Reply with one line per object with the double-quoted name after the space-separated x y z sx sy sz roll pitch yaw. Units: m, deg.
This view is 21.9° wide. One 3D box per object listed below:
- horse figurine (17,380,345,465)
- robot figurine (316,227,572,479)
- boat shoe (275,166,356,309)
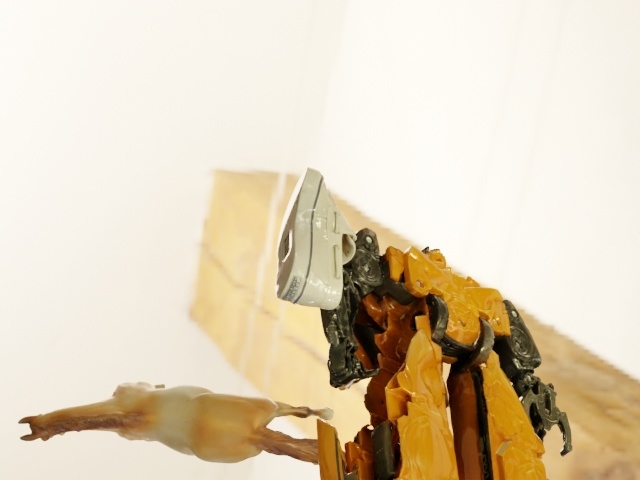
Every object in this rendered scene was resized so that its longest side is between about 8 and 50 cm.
-0.099 0.156 1.405 0.263 0.174 0.066 8 -90 25 "horse figurine"
0.073 0.127 1.064 0.085 0.211 0.291 -39 -142 34 "robot figurine"
0.000 0.000 0.818 0.100 0.035 0.035 -88 -158 -58 "boat shoe"
